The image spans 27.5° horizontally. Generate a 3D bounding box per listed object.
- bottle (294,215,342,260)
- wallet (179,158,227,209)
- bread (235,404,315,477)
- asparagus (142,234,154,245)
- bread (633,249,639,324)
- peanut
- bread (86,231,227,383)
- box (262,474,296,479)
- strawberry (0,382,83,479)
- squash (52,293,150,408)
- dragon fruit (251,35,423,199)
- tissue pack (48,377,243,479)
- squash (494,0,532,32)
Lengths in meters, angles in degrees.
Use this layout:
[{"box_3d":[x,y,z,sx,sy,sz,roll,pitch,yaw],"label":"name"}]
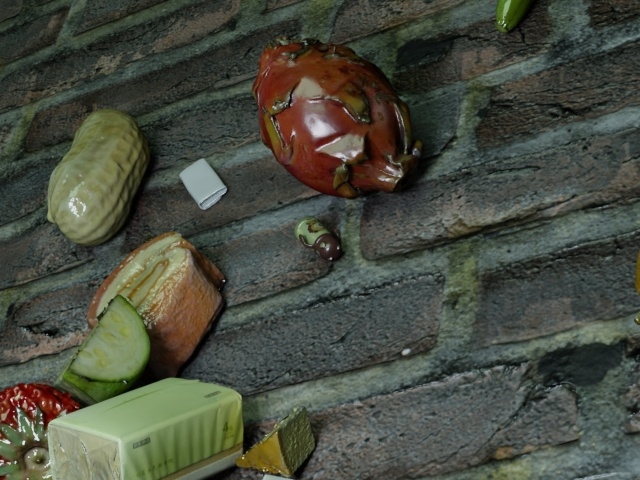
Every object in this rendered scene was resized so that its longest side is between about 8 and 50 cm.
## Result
[{"box_3d":[0.001,-0.001,2.094,0.063,0.047,0.101,-33,38,-13],"label":"bottle"},{"box_3d":[-0.214,-0.104,2.381,0.061,0.025,0.122,-39,37,0],"label":"wallet"},{"box_3d":[-0.069,0.272,1.828,0.109,0.080,0.084,3,30,39],"label":"bread"},{"box_3d":[-0.290,0.041,2.286,0.036,0.030,0.165,-49,35,24],"label":"asparagus"},{"box_3d":[0.503,-0.018,1.700,0.344,0.084,0.124,-51,18,-18],"label":"bread"},{"box_3d":[-0.410,-0.127,2.458,0.174,0.158,0.340,-41,20,47],"label":"peanut"},{"box_3d":[-0.261,0.100,2.130,0.190,0.123,0.244,7,54,43],"label":"bread"},{"box_3d":[-0.050,0.353,1.785,0.083,0.024,0.054,3,54,38],"label":"box"},{"box_3d":[-0.442,0.304,2.020,0.205,0.205,0.244,-40,15,-5],"label":"strawberry"},{"box_3d":[-0.356,0.234,2.004,0.288,0.111,0.203,-50,10,39],"label":"squash"},{"box_3d":[0.023,-0.192,2.125,0.315,0.250,0.250,26,61,2],"label":"dragon fruit"},{"box_3d":[-0.240,0.282,1.838,0.159,0.125,0.234,6,15,42],"label":"tissue pack"},{"box_3d":[0.351,-0.442,2.273,0.066,0.066,0.201,6,60,41],"label":"squash"}]
